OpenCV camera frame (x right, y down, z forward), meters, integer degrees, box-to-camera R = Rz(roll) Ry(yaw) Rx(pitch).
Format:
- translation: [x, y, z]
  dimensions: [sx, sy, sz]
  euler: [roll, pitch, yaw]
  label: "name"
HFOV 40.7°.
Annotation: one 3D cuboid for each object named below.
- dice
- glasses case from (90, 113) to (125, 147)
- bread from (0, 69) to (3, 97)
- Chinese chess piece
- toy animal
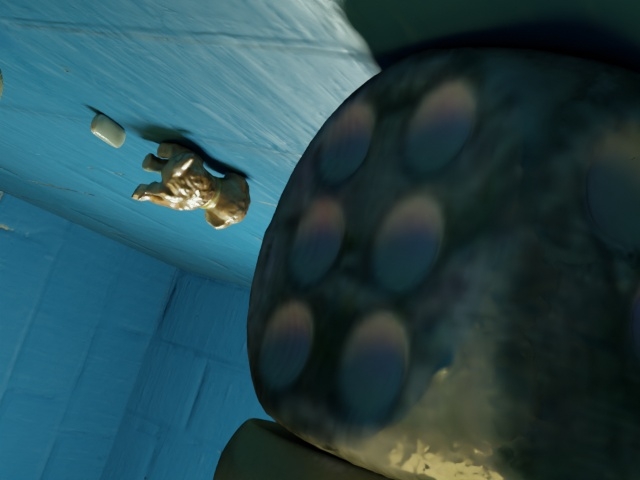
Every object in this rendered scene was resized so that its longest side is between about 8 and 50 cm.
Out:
- translation: [0.161, 0.051, 0.727]
  dimensions: [0.348, 0.327, 0.330]
  euler: [22, 170, -25]
  label: "dice"
- translation: [-0.329, -0.170, 1.338]
  dimensions: [0.021, 0.032, 0.083]
  euler: [19, 172, 21]
  label: "glasses case"
- translation: [-0.470, -0.214, 1.038]
  dimensions: [0.148, 0.133, 0.141]
  euler: [9, 168, -7]
  label: "bread"
- translation: [0.034, 0.245, 0.772]
  dimensions: [0.273, 0.102, 0.273]
  euler: [18, 172, 3]
  label: "Chinese chess piece"
- translation: [-0.175, -0.082, 1.366]
  dimensions: [0.185, 0.104, 0.184]
  euler: [29, 160, -29]
  label: "toy animal"
